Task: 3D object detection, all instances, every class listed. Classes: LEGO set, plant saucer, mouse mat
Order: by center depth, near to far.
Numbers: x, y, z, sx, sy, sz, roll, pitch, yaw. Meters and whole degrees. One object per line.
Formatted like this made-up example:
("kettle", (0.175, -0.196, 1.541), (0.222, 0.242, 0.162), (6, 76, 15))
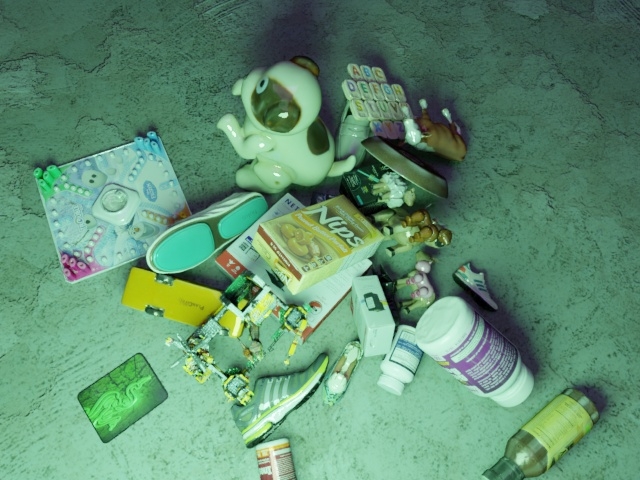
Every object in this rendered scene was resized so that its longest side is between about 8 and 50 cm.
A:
("LEGO set", (-0.172, 0.228, 1.118), (0.331, 0.192, 0.255), (-41, 103, -13))
("mouse mat", (-0.510, 0.403, 1.229), (0.189, 0.007, 0.153), (-35, 74, -17))
("plant saucer", (0.262, -0.231, 1.425), (0.310, 0.310, 0.050), (35, 109, 10))

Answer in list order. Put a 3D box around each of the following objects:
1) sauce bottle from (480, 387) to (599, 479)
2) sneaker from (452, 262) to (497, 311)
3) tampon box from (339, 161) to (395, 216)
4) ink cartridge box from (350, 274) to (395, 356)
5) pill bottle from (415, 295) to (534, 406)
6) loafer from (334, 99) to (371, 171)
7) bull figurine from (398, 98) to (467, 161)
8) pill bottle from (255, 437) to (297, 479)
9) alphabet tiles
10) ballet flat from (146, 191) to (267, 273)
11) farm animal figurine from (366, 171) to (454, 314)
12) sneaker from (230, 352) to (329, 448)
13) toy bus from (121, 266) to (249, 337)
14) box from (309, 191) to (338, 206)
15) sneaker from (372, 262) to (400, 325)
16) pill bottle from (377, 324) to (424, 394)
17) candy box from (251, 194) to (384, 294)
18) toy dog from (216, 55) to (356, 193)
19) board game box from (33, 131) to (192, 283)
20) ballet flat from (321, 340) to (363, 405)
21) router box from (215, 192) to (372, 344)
("sauce bottle", (0.555, 0.519, 1.211), (0.344, 0.111, 0.111), (-32, 73, -15))
("sneaker", (0.469, 0.134, 1.396), (0.075, 0.057, 0.161), (-41, 73, -13))
("tampon box", (0.157, -0.157, 1.473), (0.161, 0.101, 0.121), (-19, 69, -13))
("ink cartridge box", (0.135, 0.201, 1.270), (0.072, 0.128, 0.175), (-6, 43, -9))
("pill bottle", (0.402, 0.294, 1.225), (0.301, 0.169, 0.169), (41, 67, -13))
("loafer", (0.108, -0.365, 1.554), (0.112, 0.111, 0.320), (7, 66, -1))
("bull figurine", (0.350, -0.347, 1.519), (0.310, 0.101, 0.189), (15, 59, -38))
("pill bottle", (-0.103, 0.564, 1.148), (0.086, 0.086, 0.152), (-11, 68, -9))
("alphabet tiles", (0.195, -0.459, 1.569), (0.284, 0.021, 0.278), (-11, 77, -40))
("ballet flat", (-0.327, -0.032, 1.339), (0.139, 0.139, 0.400), (45, 52, 14))
("farm animal figurine", (0.266, 0.007, 1.342), (0.172, 0.330, 0.327), (-17, 45, -21))
("sneaker", (-0.101, 0.383, 1.219), (0.300, 0.111, 0.121), (-37, 70, -20))
("toy bus", (-0.352, 0.164, 1.270), (0.332, 0.130, 0.108), (16, 84, 2))
("box", (0.010, -0.114, 1.488), (0.083, 0.018, 0.067), (11, 67, 1))
("sneaker", (0.183, 0.150, 1.331), (0.051, 0.089, 0.170), (-8, 43, -12))
("pill bottle", (0.217, 0.321, 1.275), (0.094, 0.094, 0.169), (27, 68, 7))
("candy box", (0.000, 0.000, 1.261), (0.316, 0.088, 0.183), (-23, 63, -41))
("toy dog", (-0.101, -0.316, 1.341), (0.395, 0.408, 0.285), (26, 69, 14))
("board game box", (-0.616, -0.116, 1.422), (0.389, 0.050, 0.390), (-22, 70, -14))
("ballet flat", (0.059, 0.347, 1.268), (0.070, 0.070, 0.188), (26, 67, 7))
("router box", (-0.076, 0.074, 1.365), (0.335, 0.082, 0.301), (39, 69, 12))
